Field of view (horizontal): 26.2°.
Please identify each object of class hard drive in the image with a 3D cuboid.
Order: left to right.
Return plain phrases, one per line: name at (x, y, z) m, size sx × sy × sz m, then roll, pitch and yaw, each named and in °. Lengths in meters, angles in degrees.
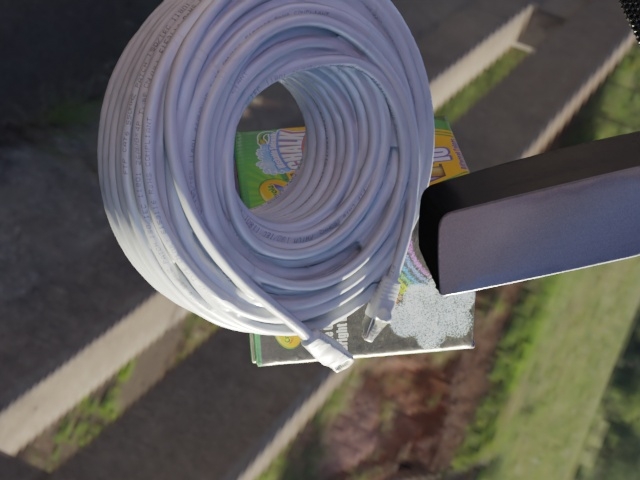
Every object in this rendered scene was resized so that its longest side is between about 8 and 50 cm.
hard drive at (0.186, -0.029, 0.851) m, size 0.172 × 0.255 × 0.054 m, roll -91°, pitch 168°, yaw -80°

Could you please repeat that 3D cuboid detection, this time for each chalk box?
chalk box at (0.000, 0.000, 1.370) m, size 0.179 × 0.289 × 0.180 m, roll -101°, pitch -171°, yaw -58°

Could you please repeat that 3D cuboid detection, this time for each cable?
cable at (-0.029, -0.064, 0.945) m, size 0.257 × 0.089 × 0.257 m, roll 29°, pitch 80°, yaw -39°

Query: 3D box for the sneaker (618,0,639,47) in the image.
sneaker at (0.349, -0.233, 1.369) m, size 0.057 × 0.075 × 0.161 m, roll 101°, pitch -24°, yaw -65°
